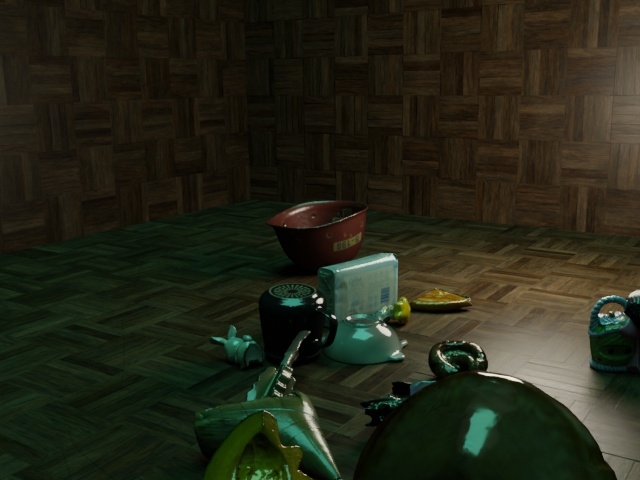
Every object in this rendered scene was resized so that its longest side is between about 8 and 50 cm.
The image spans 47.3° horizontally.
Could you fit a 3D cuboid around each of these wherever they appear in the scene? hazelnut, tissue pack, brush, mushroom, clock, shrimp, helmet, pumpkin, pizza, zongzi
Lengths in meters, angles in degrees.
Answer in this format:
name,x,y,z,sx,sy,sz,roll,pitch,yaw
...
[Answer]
name,x,y,z,sx,sy,sz,roll,pitch,yaw
hazelnut,0.224,0.339,0.971,0.372,0.315,0.372,28,-4,2
tissue pack,0.109,0.140,2.116,0.263,0.177,0.089,-12,17,-40
brush,-0.081,0.281,1.609,0.084,0.071,0.301,0,27,20
mushroom,0.322,0.286,1.673,0.135,0.080,0.170,-15,15,-7
clock,0.731,0.211,1.718,0.194,0.195,0.100,2,16,6
shrimp,0.210,0.331,1.502,0.289,0.075,0.178,-4,5,-11
helmet,0.000,0.000,2.646,0.385,0.230,0.338,-22,22,-38
pumpkin,-0.094,0.409,1.108,0.149,0.130,0.254,-34,36,23
pizza,0.353,0.182,2.241,0.185,0.036,0.176,-5,11,-8
zongzi,-0.096,0.371,1.281,0.228,0.115,0.256,-8,24,-14

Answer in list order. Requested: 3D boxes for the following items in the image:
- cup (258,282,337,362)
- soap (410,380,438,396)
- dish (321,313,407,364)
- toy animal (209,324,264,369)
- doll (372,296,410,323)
name,x,y,z,sx,sy,sz,roll,pitch,yaw
cup,-0.052,0.211,1.809,0.223,0.176,0.169,15,18,40
soap,0.243,0.311,1.258,0.181,0.081,0.259,2,-25,7
dish,0.109,0.238,1.884,0.236,0.086,0.228,3,13,14
toy animal,-0.203,0.269,1.804,0.071,0.085,0.124,-32,23,-35
doll,0.203,0.209,2.093,0.113,0.071,0.135,-19,6,2
